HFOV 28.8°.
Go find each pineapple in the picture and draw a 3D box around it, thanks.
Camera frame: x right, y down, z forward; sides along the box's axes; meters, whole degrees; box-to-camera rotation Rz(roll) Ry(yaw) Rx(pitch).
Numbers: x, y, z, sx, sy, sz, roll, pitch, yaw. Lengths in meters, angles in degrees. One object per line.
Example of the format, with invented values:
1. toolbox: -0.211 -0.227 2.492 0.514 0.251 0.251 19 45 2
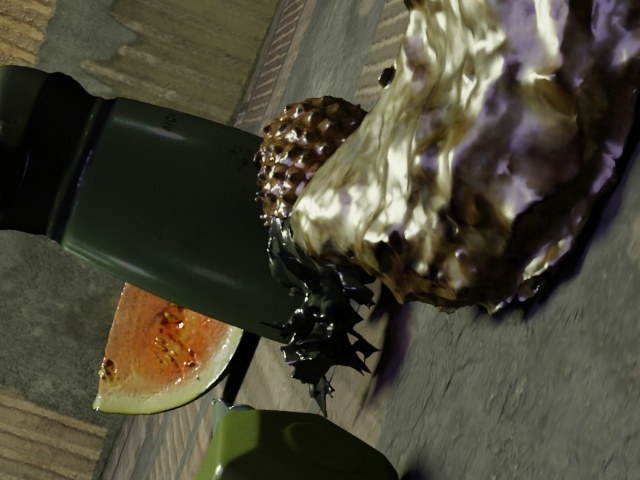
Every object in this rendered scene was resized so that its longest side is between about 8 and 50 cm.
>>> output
1. pineapple: 0.000 0.000 0.891 0.251 0.125 0.125 -87 19 -47

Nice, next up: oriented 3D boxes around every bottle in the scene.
1. bottle: -0.146 -0.040 1.078 0.168 0.347 0.168 -159 90 -82

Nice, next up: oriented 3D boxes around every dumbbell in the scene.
1. dumbbell: -0.053 0.240 0.696 0.108 0.121 0.302 41 114 48

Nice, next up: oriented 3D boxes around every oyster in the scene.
1. oyster: 0.079 -0.072 0.617 0.204 0.111 0.396 -87 23 -51

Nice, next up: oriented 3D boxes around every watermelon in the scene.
1. watermelon: -0.129 0.087 1.415 0.128 0.159 0.303 39 111 49

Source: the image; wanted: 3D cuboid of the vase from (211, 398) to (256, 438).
1. vase: -0.062 0.199 0.936 0.081 0.081 0.149 148 137 -75
